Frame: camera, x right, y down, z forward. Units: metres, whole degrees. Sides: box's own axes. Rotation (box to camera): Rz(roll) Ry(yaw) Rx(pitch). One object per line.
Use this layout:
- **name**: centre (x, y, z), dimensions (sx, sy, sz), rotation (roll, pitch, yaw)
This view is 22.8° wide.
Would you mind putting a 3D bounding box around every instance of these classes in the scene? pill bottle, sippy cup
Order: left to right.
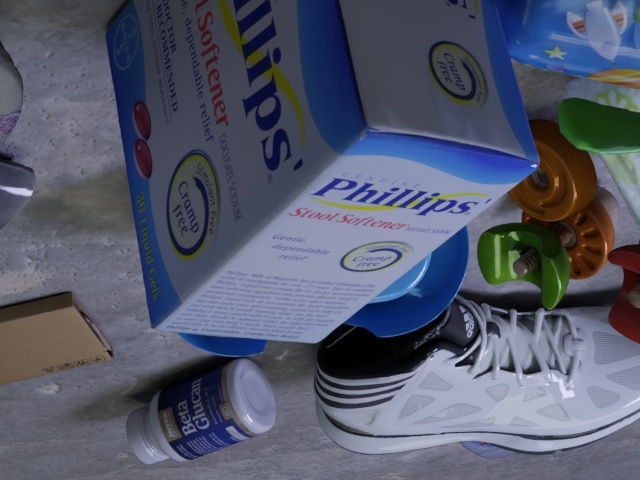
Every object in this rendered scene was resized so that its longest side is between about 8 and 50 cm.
- **pill bottle**: centre (-0.146, 0.211, 1.912), dimensions (0.169, 0.094, 0.094), rotation (-24, 152, 23)
- **sippy cup**: centre (0.236, -0.200, 1.104), dimensions (0.224, 0.305, 0.240), rotation (3, -170, -5)

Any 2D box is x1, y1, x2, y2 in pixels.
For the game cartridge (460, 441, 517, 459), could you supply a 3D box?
- **game cartridge**: centre (0.275, 0.227, 2.174), dimensions (0.198, 0.062, 0.297), rotation (-20, 153, 9)

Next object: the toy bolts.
- **toy bolts**: centre (0.291, -0.028, 1.540), dimensions (0.158, 0.229, 0.218), rotation (-34, 137, -36)

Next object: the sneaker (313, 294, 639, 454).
- **sneaker**: centre (0.209, 0.139, 1.826), dimensions (0.448, 0.169, 0.257), rotation (-9, 156, 1)

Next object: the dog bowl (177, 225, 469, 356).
- **dog bowl**: centre (-0.013, 0.011, 1.494), dimensions (0.297, 0.165, 0.074), rotation (-8, -167, -9)

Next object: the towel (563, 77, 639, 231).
- **towel**: centre (0.428, -0.070, 1.300), dimensions (0.375, 0.090, 0.320), rotation (-19, 118, 28)

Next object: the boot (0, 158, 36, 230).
- **boot**: centre (-0.376, -0.039, 1.347), dimensions (0.190, 0.076, 0.208), rotation (-24, 159, 29)

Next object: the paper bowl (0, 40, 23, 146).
- **paper bowl**: centre (-0.358, -0.097, 1.069), dimensions (0.284, 0.148, 0.284), rotation (-29, 169, -6)

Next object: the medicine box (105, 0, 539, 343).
- **medicine box**: centre (-0.013, -0.105, 1.121), dimensions (0.149, 0.263, 0.289), rotation (6, 149, -33)

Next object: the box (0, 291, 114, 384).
- **box**: centre (-0.341, 0.115, 1.720), dimensions (0.201, 0.021, 0.164), rotation (-12, 154, 3)
